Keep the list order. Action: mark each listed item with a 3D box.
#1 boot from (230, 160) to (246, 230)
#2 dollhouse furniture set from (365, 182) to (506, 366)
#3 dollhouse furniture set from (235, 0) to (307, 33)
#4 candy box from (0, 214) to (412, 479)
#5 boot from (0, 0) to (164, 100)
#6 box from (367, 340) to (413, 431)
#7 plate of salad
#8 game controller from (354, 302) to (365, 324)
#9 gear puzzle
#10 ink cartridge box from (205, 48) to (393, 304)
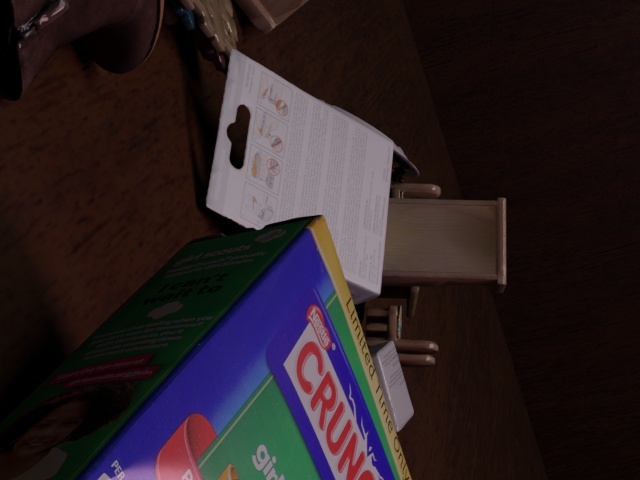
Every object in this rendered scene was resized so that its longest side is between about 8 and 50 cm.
[{"bbox_3d":[-0.048,-0.044,1.573,0.114,0.037,0.106,-26,98,-55],"label":"boot"},{"bbox_3d":[0.139,0.032,1.901,0.242,0.161,0.212,87,5,-74],"label":"dollhouse furniture set"},{"bbox_3d":[-0.081,-0.490,1.835,0.394,0.256,0.362,51,15,-8],"label":"dollhouse furniture set"},{"bbox_3d":[-0.064,0.175,0.920,0.317,0.122,0.268,-51,126,-55],"label":"candy box"},{"bbox_3d":[-0.193,-0.170,1.113,0.248,0.090,0.207,86,19,-48],"label":"boot"},{"bbox_3d":[0.035,0.165,1.625,0.102,0.101,0.087,-24,98,-76],"label":"box"},{"bbox_3d":[0.032,-0.122,1.898,0.048,0.200,0.200,-60,158,-5],"label":"plate of salad"},{"bbox_3d":[0.000,0.000,1.765,0.319,0.067,0.166,39,37,-69],"label":"game controller"},{"bbox_3d":[-0.152,-0.334,1.575,0.175,0.044,0.339,52,22,-57],"label":"gear puzzle"},{"bbox_3d":[-0.028,-0.061,1.553,0.232,0.066,0.189,25,58,-31],"label":"ink cartridge box"}]
